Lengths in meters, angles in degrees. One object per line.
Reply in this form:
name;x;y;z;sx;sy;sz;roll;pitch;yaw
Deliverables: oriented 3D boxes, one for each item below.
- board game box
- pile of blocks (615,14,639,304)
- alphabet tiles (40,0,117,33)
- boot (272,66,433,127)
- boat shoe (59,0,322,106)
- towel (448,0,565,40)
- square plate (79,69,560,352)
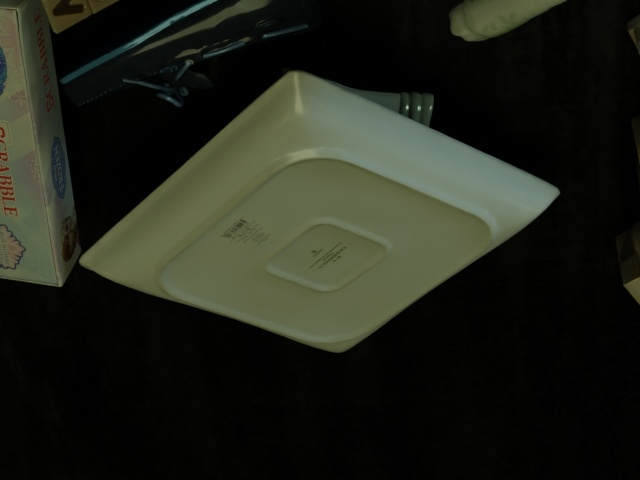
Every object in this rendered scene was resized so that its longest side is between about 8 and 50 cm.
board game box;-0.404;-0.114;1.481;0.318;0.066;0.319;8;129;10
pile of blocks;0.367;-0.063;1.481;0.149;0.113;0.362;-1;128;4
alphabet tiles;-0.216;-0.303;1.313;0.198;0.009;0.237;-34;129;-22
boot;0.021;-0.065;1.524;0.165;0.077;0.213;7;128;-6
boat shoe;-0.120;-0.173;1.423;0.258;0.109;0.089;-22;113;22
towel;0.283;-0.294;1.139;0.374;0.320;0.090;-26;105;38
square plate;0.000;0.000;1.504;0.344;0.049;0.347;20;137;-36
